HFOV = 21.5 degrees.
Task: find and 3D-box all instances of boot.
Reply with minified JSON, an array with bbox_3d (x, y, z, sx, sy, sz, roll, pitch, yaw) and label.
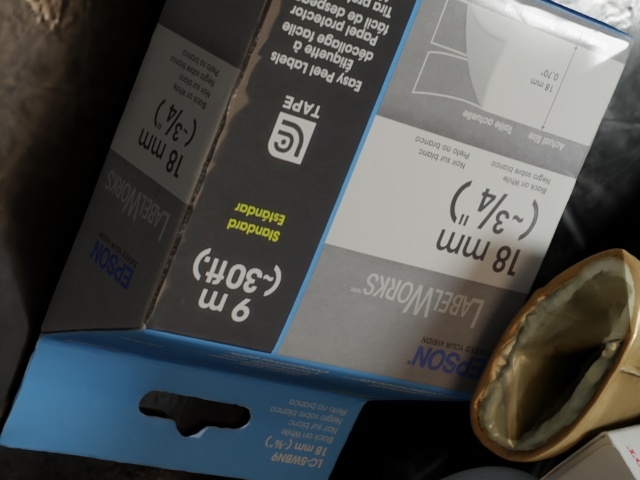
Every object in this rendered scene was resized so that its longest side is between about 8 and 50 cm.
[{"bbox_3d":[0.213,0.036,1.023,0.236,0.089,0.269,-61,154,6],"label":"boot"}]

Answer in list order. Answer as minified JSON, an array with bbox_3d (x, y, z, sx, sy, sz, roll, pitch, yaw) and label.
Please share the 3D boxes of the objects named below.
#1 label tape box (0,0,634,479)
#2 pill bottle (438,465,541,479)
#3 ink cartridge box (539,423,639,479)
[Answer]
[{"bbox_3d":[0.000,0.000,0.922,0.240,0.106,0.334,14,102,-37],"label":"label tape box"},{"bbox_3d":[0.193,0.315,1.088,0.363,0.210,0.210,36,89,-26],"label":"pill bottle"},{"bbox_3d":[0.198,0.166,0.979,0.063,0.109,0.150,-40,160,24],"label":"ink cartridge box"}]
